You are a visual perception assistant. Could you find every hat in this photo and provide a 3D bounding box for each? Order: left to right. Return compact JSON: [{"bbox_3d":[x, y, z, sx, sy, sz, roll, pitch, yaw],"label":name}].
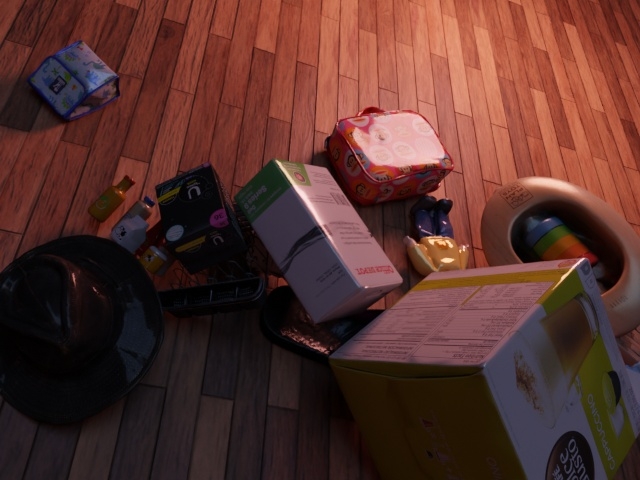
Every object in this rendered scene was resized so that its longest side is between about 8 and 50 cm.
[{"bbox_3d":[-0.420,0.116,1.016,0.331,0.134,0.331,0,65,0],"label":"hat"}]

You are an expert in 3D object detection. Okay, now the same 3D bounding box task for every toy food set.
[{"bbox_3d":[-0.331,-0.025,1.200,0.104,0.111,0.232,-49,51,-8],"label":"toy food set"}]

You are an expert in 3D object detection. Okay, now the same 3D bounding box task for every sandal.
[{"bbox_3d":[0.099,0.201,1.268,0.445,0.107,0.168,19,51,-10],"label":"sandal"}]

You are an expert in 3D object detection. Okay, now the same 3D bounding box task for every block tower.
[{"bbox_3d":[0.738,0.173,1.526,0.091,0.097,0.335,40,48,7],"label":"block tower"}]

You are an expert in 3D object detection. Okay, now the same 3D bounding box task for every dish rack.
[{"bbox_3d":[-0.193,0.023,1.226,0.208,0.074,0.271,-8,53,12],"label":"dish rack"}]

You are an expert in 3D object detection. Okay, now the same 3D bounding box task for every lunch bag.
[{"bbox_3d":[-0.539,-0.344,1.382,0.129,0.096,0.151,45,65,7],"label":"lunch bag"},{"bbox_3d":[0.165,-0.231,1.590,0.293,0.120,0.258,-12,62,-30],"label":"lunch bag"}]

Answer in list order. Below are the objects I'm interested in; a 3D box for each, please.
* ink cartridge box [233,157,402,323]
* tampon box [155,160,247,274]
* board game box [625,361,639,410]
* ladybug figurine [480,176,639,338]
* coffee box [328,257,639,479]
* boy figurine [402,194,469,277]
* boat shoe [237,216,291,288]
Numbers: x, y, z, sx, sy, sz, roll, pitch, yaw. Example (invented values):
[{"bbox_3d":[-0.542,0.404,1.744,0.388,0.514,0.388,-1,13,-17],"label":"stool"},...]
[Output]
[{"bbox_3d":[0.000,0.000,1.188,0.289,0.121,0.211,57,23,17],"label":"ink cartridge box"},{"bbox_3d":[-0.223,-0.042,1.176,0.120,0.101,0.161,-25,49,1],"label":"tampon box"},{"bbox_3d":[0.663,0.253,1.526,0.390,0.050,0.390,-18,66,-33],"label":"board game box"},{"bbox_3d":[0.552,0.041,1.452,0.305,0.162,0.449,-32,58,3],"label":"ladybug figurine"},{"bbox_3d":[0.284,0.262,1.084,0.334,0.338,0.338,-33,105,-37],"label":"coffee box"},{"bbox_3d":[0.277,0.029,1.485,0.177,0.092,0.285,12,50,-20],"label":"boy figurine"},{"bbox_3d":[-0.106,0.031,1.300,0.096,0.098,0.277,-27,50,-12],"label":"boat shoe"}]
